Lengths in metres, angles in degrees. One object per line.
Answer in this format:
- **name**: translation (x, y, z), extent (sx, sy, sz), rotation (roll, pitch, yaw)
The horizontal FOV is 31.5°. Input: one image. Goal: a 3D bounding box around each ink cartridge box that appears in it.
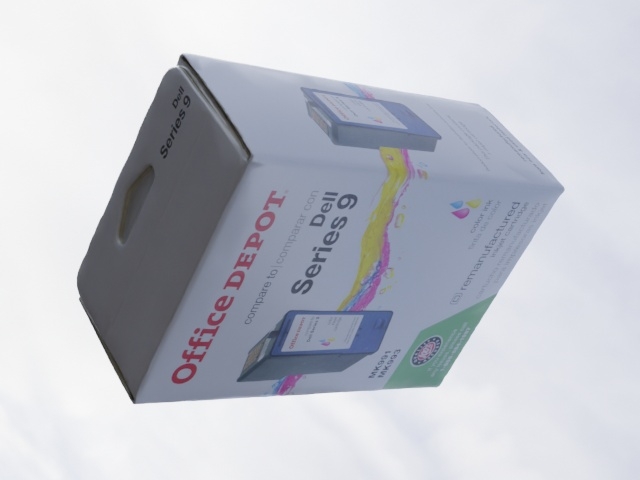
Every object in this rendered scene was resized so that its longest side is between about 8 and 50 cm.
- **ink cartridge box**: translation (0.000, 0.000, 0.601), extent (0.093, 0.212, 0.154), rotation (54, -53, 40)
